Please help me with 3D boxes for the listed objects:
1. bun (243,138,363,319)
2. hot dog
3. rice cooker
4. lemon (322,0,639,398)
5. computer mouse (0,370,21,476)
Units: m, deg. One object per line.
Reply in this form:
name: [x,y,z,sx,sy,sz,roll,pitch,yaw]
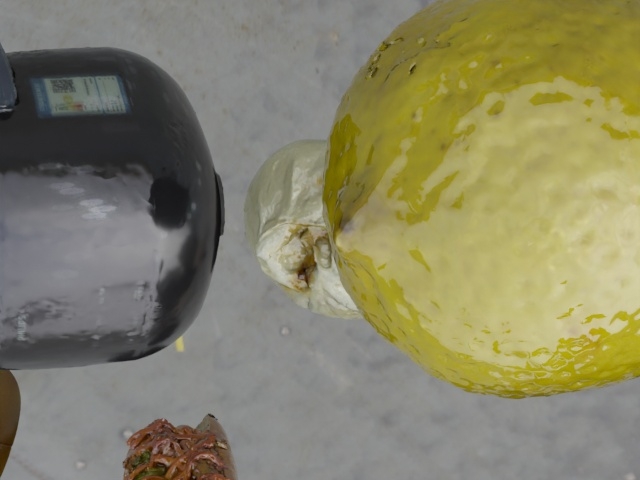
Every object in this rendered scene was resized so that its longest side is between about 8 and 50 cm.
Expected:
bun: [0.000,0.000,0.994,0.222,0.127,0.222,29,137,31]
hot dog: [-0.191,0.322,1.240,0.158,0.349,0.117,-22,105,-6]
rice cooker: [-0.207,-0.029,0.749,0.224,0.267,0.267,-7,124,-23]
lemon: [0.132,-0.034,0.547,0.267,0.267,0.267,-2,122,-3]
computer mouse: [-0.407,0.153,0.829,0.072,0.158,0.310,-3,156,44]
